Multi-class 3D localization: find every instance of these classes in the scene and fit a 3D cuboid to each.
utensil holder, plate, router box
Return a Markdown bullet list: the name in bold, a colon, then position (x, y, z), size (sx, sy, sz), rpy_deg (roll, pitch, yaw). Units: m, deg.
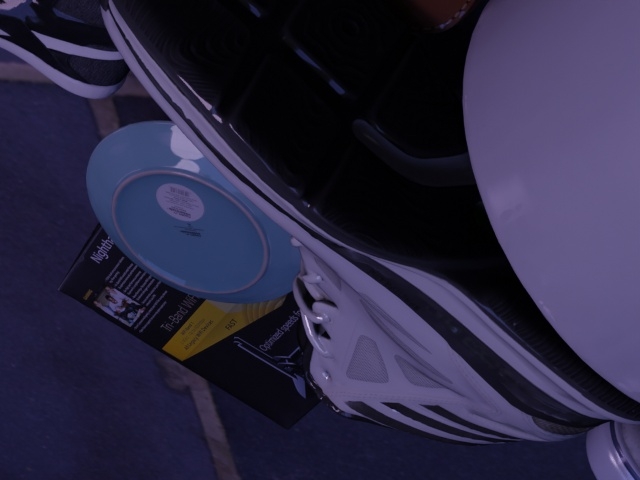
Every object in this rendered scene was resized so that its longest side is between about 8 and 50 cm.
- **utensil holder**: position (0.302, -0.101, 0.679), size (0.327, 0.327, 0.385), rpy_deg (37, 141, -15)
- **plate**: position (-0.096, -0.012, 1.071), size (0.188, 0.024, 0.188), rpy_deg (15, 138, 13)
- **router box**: position (-0.046, 0.007, 1.147), size (0.243, 0.081, 0.309), rpy_deg (33, 139, -10)

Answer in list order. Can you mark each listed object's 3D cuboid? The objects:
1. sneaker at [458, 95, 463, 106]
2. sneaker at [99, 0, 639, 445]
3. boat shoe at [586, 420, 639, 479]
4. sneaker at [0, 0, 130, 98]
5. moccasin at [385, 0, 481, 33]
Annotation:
- **sneaker**: position (0.182, -0.046, 0.983), size (0.236, 0.095, 0.104), rpy_deg (2, 142, 22)
- **sneaker**: position (0.000, 0.001, 0.926), size (0.447, 0.169, 0.257), rpy_deg (40, 142, -13)
- **boat shoe**: position (0.396, 0.200, 1.107), size (0.367, 0.136, 0.156), rpy_deg (28, 139, -10)
- **sneaker**: position (-0.222, -0.199, 1.024), size (0.217, 0.079, 0.121), rpy_deg (25, 137, -14)
- **moccasin**: position (0.090, -0.254, 0.755), size (0.139, 0.147, 0.380), rpy_deg (25, 140, -2)
